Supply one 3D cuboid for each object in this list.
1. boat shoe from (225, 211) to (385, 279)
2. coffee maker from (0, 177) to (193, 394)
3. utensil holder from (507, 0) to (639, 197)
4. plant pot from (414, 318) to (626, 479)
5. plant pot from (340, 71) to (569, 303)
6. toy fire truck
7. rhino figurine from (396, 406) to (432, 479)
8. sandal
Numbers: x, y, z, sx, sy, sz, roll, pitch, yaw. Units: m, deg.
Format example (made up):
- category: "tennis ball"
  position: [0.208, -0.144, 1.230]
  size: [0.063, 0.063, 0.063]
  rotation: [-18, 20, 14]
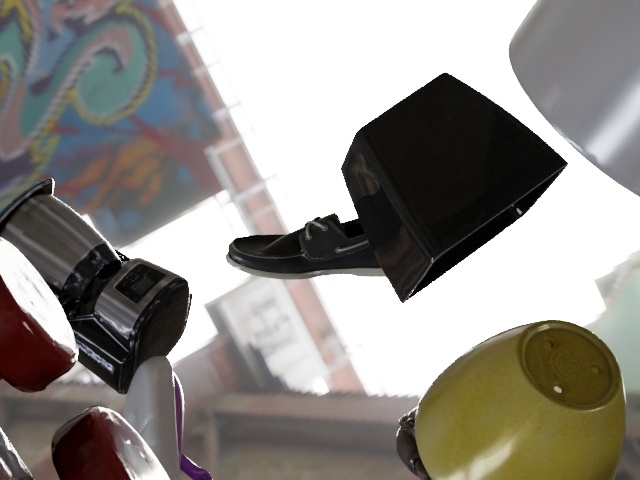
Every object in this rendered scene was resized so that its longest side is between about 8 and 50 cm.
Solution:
- category: "boat shoe"
  position: [0.000, 0.000, 1.821]
  size: [0.233, 0.079, 0.084]
  rotation: [-2, -154, -13]
- category: "coffee maker"
  position: [-0.214, 0.051, 1.406]
  size: [0.120, 0.178, 0.171]
  rotation: [-52, 167, -15]
- category: "utensil holder"
  position: [0.411, -0.249, 1.448]
  size: [0.385, 0.327, 0.327]
  rotation: [-54, 177, 29]
- category: "plant pot"
  position: [0.137, 0.104, 0.942]
  size: [0.134, 0.134, 0.095]
  rotation: [-36, 160, -38]
- category: "plant pot"
  position: [0.127, -0.068, 1.644]
  size: [0.187, 0.167, 0.188]
  rotation: [-34, 170, -16]
- category: "toy fire truck"
  position: [-0.215, 0.133, 0.849]
  size: [0.169, 0.302, 0.254]
  rotation: [-33, -179, 3]
- category: "rhino figurine"
  position: [0.171, 0.214, 1.348]
  size: [0.073, 0.243, 0.106]
  rotation: [-60, -162, 10]
- category: "sandal"
  position: [-0.118, 0.308, 1.285]
  size: [0.102, 0.416, 0.169]
  rotation: [2, 168, -21]
